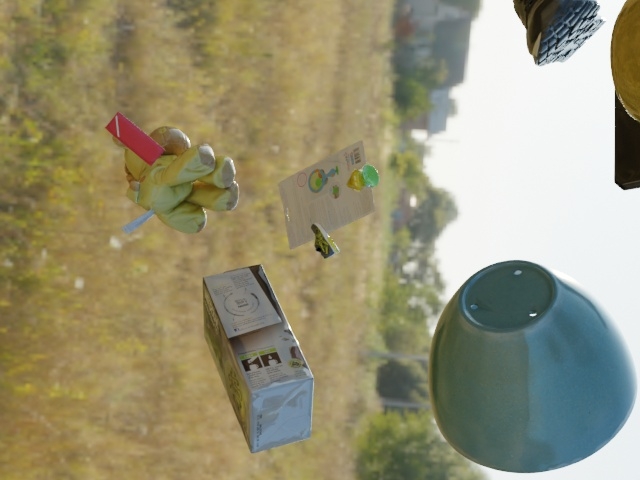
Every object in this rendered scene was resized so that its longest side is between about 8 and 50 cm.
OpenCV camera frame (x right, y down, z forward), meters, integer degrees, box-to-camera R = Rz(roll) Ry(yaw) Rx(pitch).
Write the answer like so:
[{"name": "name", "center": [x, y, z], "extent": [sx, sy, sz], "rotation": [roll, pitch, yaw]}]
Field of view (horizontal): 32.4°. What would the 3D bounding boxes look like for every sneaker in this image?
[{"name": "sneaker", "center": [0.288, -0.303, 1.440], "extent": [0.107, 0.124, 0.283], "rotation": [-44, 172, 15]}, {"name": "sneaker", "center": [0.000, 0.000, 1.963], "extent": [0.083, 0.035, 0.031], "rotation": [51, -4, 43]}]

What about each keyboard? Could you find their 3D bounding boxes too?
[{"name": "keyboard", "center": [0.338, -0.140, 1.070], "extent": [0.023, 0.108, 0.180], "rotation": [23, 64, -43]}]

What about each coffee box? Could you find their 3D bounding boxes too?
[{"name": "coffee box", "center": [-0.116, 0.207, 1.981], "extent": [0.297, 0.119, 0.168], "rotation": [-118, -157, -43]}]

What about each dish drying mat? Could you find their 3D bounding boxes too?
[{"name": "dish drying mat", "center": [-0.259, -0.141, 1.537], "extent": [0.032, 0.083, 0.008], "rotation": [-48, -171, 10]}]

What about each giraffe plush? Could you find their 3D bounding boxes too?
[{"name": "giraffe plush", "center": [-0.262, -0.119, 1.867], "extent": [0.181, 0.210, 0.170], "rotation": [80, -15, -49]}]

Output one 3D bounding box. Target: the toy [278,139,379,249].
[{"name": "toy", "center": [0.023, -0.080, 2.047], "extent": [0.237, 0.056, 0.136], "rotation": [-26, -112, 47]}]

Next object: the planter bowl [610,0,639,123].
[{"name": "planter bowl", "center": [0.312, -0.161, 0.954], "extent": [0.217, 0.090, 0.217], "rotation": [-2, 92, -51]}]

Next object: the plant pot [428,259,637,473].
[{"name": "plant pot", "center": [0.274, 0.141, 1.504], "extent": [0.290, 0.290, 0.195], "rotation": [-81, 157, -46]}]
